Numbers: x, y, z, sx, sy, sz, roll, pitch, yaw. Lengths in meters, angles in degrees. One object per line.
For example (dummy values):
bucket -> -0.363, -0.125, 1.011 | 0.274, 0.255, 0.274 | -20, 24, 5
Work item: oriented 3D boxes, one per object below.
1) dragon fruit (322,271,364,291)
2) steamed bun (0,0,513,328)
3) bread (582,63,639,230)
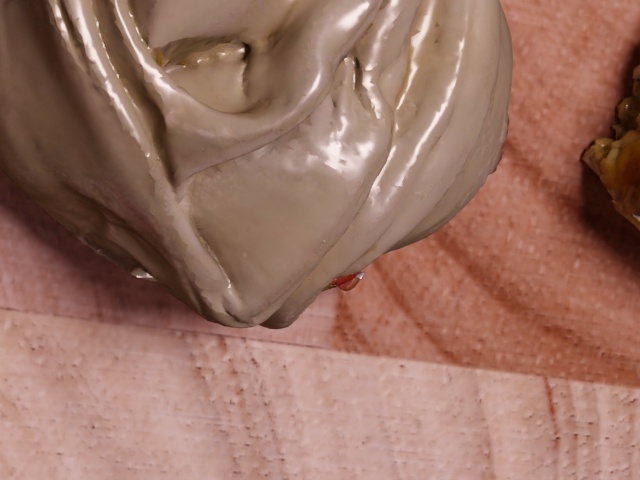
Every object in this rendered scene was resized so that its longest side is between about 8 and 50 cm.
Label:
dragon fruit -> 0.000, 0.000, 0.949 | 0.056, 0.060, 0.083 | 1, 70, -18
steamed bun -> -0.037, -0.120, 0.812 | 0.309, 0.219, 0.324 | -38, 95, -14
bread -> 0.298, -0.096, 0.983 | 0.133, 0.179, 0.250 | 38, 94, -30
